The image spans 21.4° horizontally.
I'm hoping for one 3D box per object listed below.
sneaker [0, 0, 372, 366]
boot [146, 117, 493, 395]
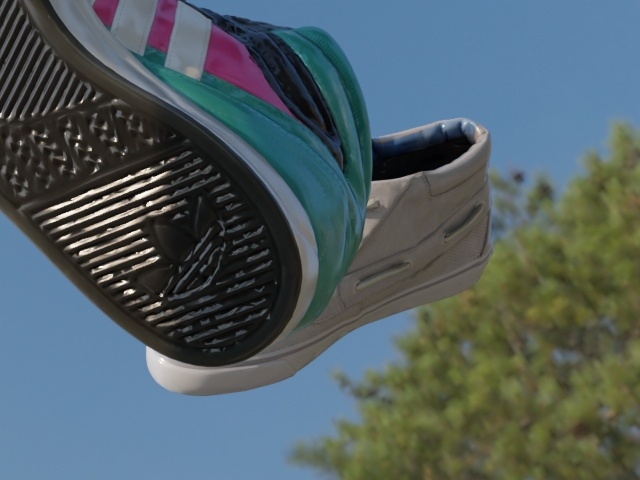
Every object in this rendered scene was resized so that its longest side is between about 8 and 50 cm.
[{"bbox_3d":[-0.084,-0.078,0.731,0.124,0.295,0.178,-46,-12,19],"label":"sneaker"},{"bbox_3d":[0.000,0.000,1.092,0.258,0.095,0.123,-24,-46,-25],"label":"boot"}]
